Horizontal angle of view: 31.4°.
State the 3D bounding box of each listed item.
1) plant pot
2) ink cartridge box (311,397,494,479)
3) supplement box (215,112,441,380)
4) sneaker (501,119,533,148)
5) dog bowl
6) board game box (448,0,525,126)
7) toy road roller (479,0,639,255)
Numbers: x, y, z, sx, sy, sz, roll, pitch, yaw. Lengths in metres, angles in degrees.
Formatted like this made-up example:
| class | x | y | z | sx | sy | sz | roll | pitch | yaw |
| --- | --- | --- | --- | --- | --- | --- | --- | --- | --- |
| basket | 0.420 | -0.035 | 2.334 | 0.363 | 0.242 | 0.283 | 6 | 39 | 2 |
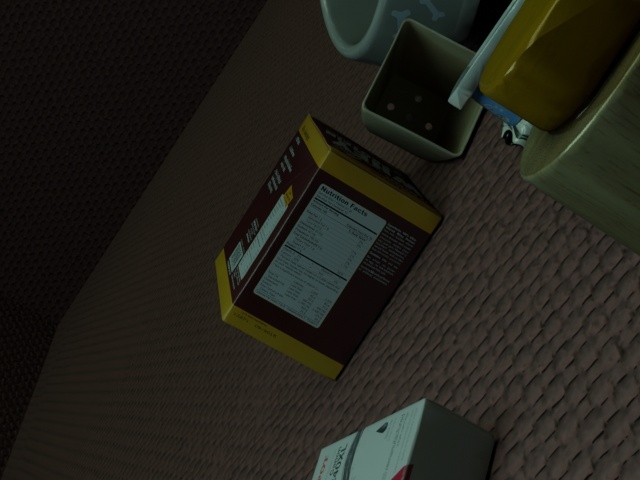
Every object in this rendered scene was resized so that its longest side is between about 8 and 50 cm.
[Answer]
| class | x | y | z | sx | sy | sz | roll | pitch | yaw |
| --- | --- | --- | --- | --- | --- | --- | --- | --- | --- |
| plant pot | 0.103 | -0.140 | 1.160 | 0.109 | 0.109 | 0.096 | -64 | 2 | -15 |
| ink cartridge box | 0.043 | 0.187 | 0.791 | 0.150 | 0.063 | 0.109 | -39 | 26 | 53 |
| supplement box | 0.000 | 0.000 | 1.157 | 0.194 | 0.129 | 0.191 | -57 | 15 | 10 |
| sneaker | 0.168 | -0.102 | 0.997 | 0.037 | 0.032 | 0.083 | -62 | 12 | 10 |
| dog bowl | 0.080 | -0.358 | 1.290 | 0.349 | 0.102 | 0.349 | 178 | 90 | -75 |
| board game box | 0.236 | -0.270 | 0.869 | 0.390 | 0.050 | 0.390 | -56 | -1 | 15 |
| toy road roller | 0.228 | -0.115 | 0.429 | 0.329 | 0.202 | 0.240 | -57 | 5 | 13 |
